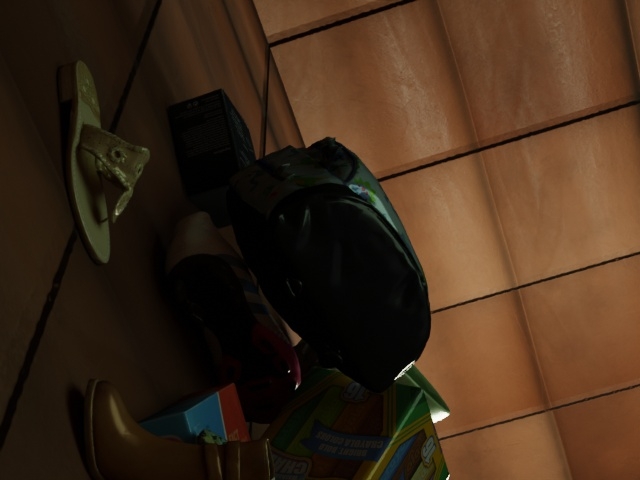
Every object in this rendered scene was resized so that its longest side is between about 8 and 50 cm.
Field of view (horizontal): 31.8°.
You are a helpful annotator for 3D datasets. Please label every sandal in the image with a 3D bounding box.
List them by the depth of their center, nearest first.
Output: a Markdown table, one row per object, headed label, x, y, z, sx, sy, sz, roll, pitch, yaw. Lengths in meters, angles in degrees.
| label | x | y | z | sx | sy | sz | roll | pitch | yaw |
| --- | --- | --- | --- | --- | --- | --- | --- | --- | --- |
| sandal | -0.224 | -0.097 | 1.201 | 0.088 | 0.079 | 0.240 | 58 | 17 | -65 |

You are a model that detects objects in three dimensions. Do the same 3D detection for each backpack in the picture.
| label | x | y | z | sx | sy | sz | roll | pitch | yaw |
| --- | --- | --- | --- | --- | --- | --- | --- | --- | --- |
| backpack | 0.000 | 0.000 | 1.527 | 0.290 | 0.273 | 0.355 | 57 | -19 | -23 |

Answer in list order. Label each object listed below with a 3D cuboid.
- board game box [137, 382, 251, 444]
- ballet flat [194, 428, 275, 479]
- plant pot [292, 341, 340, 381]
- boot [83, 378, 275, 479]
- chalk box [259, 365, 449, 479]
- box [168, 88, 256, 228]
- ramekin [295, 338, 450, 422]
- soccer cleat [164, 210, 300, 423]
| label | x | y | z | sx | sy | sz | roll | pitch | yaw |
| --- | --- | --- | --- | --- | --- | --- | --- | --- | --- |
| board game box | -0.104 | 0.326 | 1.214 | 0.242 | 0.064 | 0.317 | -3 | 77 | -83 |
| ballet flat | -0.066 | 0.264 | 1.123 | 0.070 | 0.070 | 0.188 | -87 | 159 | -70 |
| plant pot | 0.000 | 0.263 | 1.828 | 0.167 | 0.167 | 0.165 | -93 | 157 | -62 |
| boot | -0.121 | 0.199 | 1.014 | 0.073 | 0.152 | 0.197 | -76 | 148 | -76 |
| chalk box | 0.012 | 0.330 | 1.422 | 0.289 | 0.180 | 0.179 | -52 | 136 | -39 |
| box | -0.155 | -0.123 | 1.729 | 0.156 | 0.093 | 0.158 | 56 | 18 | -68 |
| ramekin | 0.085 | 0.258 | 2.089 | 0.303 | 0.148 | 0.303 | 46 | 3 | -3 |
| soccer cleat | -0.108 | 0.102 | 1.490 | 0.143 | 0.116 | 0.331 | -100 | 170 | -51 |
